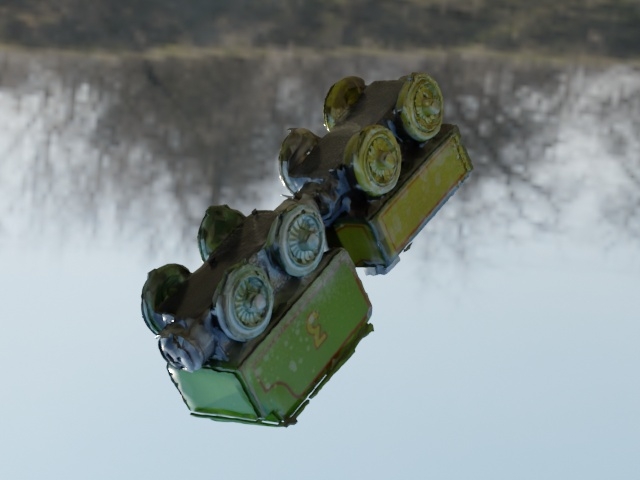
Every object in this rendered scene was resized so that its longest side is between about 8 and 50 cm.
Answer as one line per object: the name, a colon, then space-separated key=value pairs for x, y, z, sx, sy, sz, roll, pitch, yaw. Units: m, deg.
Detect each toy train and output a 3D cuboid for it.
toy train: x=0.000 y=0.000 z=0.759 sx=0.060 sy=0.081 sz=0.202 roll=2 pitch=-142 yaw=41
